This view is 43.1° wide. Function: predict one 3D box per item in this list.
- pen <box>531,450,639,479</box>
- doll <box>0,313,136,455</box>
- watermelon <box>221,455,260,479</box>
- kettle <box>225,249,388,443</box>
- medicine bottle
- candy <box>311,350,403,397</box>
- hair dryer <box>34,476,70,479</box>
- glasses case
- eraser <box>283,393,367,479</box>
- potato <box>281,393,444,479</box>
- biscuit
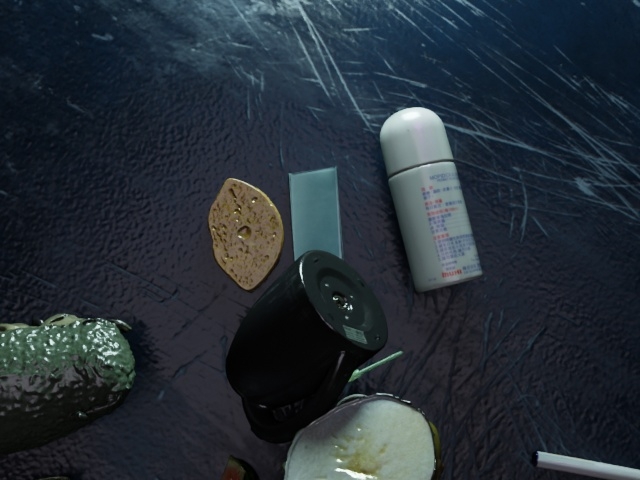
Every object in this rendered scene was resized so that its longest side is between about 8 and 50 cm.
[{"bbox_3d":[0.529,0.432,1.517,0.269,0.033,0.033,10,83,-1],"label":"pen"},{"bbox_3d":[-0.494,0.237,1.402,0.349,0.247,0.247,-12,84,-1],"label":"doll"},{"bbox_3d":[-0.152,0.482,1.461,0.086,0.069,0.163,17,81,-1],"label":"watermelon"},{"bbox_3d":[-0.046,0.202,1.400,0.290,0.207,0.268,-41,42,24],"label":"kettle"},{"bbox_3d":[0.200,-0.081,1.511,0.130,0.130,0.341,-13,85,-4],"label":"medicine bottle"},{"bbox_3d":[0.069,0.250,1.513,0.193,0.058,0.062,-22,112,-13],"label":"candy"},{"bbox_3d":[-0.363,0.494,1.445,0.357,0.107,0.173,-8,86,-10],"label":"hair dryer"},{"bbox_3d":[0.000,0.000,1.540,0.105,0.056,0.266,-7,83,21],"label":"glasses case"},{"bbox_3d":[0.083,0.480,1.435,0.331,0.150,0.331,0,81,-1],"label":"eraser"},{"bbox_3d":[0.068,0.413,1.286,0.246,0.196,0.300,14,53,20],"label":"potato"},{"bbox_3d":[-0.141,-0.014,1.539,0.141,0.029,0.221,-14,84,-3],"label":"biscuit"}]
